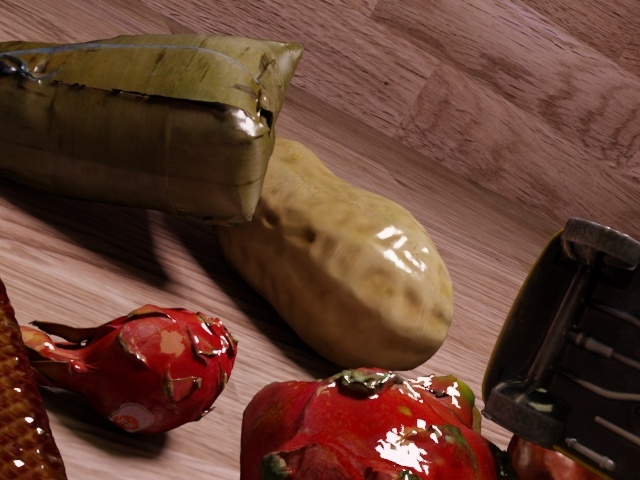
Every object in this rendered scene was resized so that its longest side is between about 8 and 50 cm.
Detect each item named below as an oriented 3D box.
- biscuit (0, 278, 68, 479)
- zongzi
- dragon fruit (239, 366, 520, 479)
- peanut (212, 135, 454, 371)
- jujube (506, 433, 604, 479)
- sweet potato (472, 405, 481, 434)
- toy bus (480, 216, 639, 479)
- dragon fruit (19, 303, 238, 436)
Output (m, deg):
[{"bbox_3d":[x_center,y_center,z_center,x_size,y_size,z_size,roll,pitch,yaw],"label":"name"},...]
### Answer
[{"bbox_3d":[-0.210,0.102,0.566,0.107,0.073,0.388,24,16,-35],"label":"biscuit"},{"bbox_3d":[-0.187,-0.170,1.133,0.322,0.160,0.360,14,35,3],"label":"zongzi"},{"bbox_3d":[0.056,0.179,0.669,0.269,0.198,0.200,31,-10,-38],"label":"dragon fruit"},{"bbox_3d":[0.000,0.000,1.158,0.192,0.170,0.387,-1,32,-43],"label":"peanut"},{"bbox_3d":[0.264,0.232,0.986,0.168,0.168,0.236,43,0,38],"label":"jujube"},{"bbox_3d":[0.115,0.178,1.034,0.081,0.062,0.233,35,11,17],"label":"sweet potato"},{"bbox_3d":[0.240,0.098,0.595,0.152,0.144,0.330,25,1,-30],"label":"toy bus"},{"bbox_3d":[-0.150,0.093,0.743,0.190,0.094,0.094,0,25,-18],"label":"dragon fruit"}]
